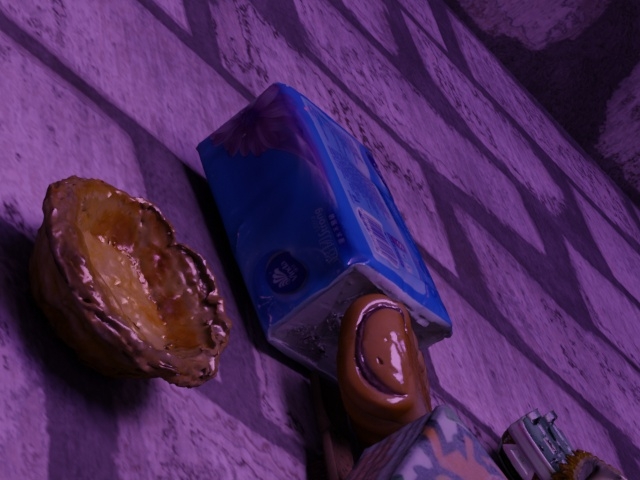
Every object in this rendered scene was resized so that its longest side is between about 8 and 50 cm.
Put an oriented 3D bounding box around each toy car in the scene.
[{"bbox_3d":[0.262,0.258,2.169,0.090,0.076,0.224,56,9,14],"label":"toy car"}]

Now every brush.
[{"bbox_3d":[0.007,0.196,1.694,0.043,0.036,0.248,51,11,-23],"label":"brush"}]

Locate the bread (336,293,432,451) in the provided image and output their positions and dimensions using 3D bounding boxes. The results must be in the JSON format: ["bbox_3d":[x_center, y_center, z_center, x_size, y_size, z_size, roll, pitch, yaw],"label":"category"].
[{"bbox_3d":[0.066,0.157,1.764,0.225,0.081,0.134,72,10,-50],"label":"bread"}]

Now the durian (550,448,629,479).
[{"bbox_3d":[0.318,0.340,2.024,0.237,0.138,0.193,-2,42,-51],"label":"durian"}]

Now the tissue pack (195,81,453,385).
[{"bbox_3d":[0.000,0.000,1.862,0.198,0.146,0.263,36,23,-48],"label":"tissue pack"}]

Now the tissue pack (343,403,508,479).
[{"bbox_3d":[0.092,0.300,1.482,0.228,0.128,0.311,55,25,-4],"label":"tissue pack"}]

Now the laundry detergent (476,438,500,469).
[{"bbox_3d":[0.154,0.252,1.808,0.099,0.070,0.225,61,0,-10],"label":"laundry detergent"}]

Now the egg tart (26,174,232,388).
[{"bbox_3d":[-0.161,0.043,1.451,0.212,0.090,0.212,45,18,-19],"label":"egg tart"}]
